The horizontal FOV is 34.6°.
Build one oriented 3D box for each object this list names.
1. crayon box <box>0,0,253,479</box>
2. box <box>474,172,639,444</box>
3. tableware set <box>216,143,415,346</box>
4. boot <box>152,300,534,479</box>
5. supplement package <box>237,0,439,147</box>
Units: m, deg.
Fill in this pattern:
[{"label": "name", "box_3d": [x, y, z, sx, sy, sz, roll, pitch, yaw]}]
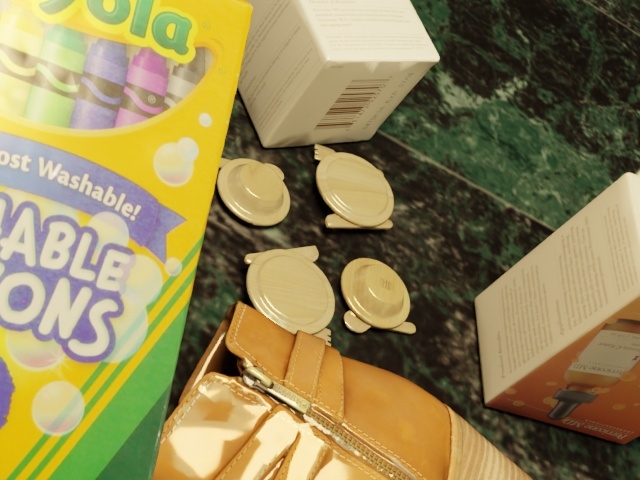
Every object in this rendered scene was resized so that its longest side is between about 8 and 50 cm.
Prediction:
[{"label": "crayon box", "box_3d": [-0.155, -0.045, 0.496, 0.203, 0.083, 0.323, 19, 74, -32]}, {"label": "box", "box_3d": [0.207, 0.053, 0.696, 0.130, 0.170, 0.091, 18, 50, -21]}, {"label": "tableware set", "box_3d": [0.000, 0.000, 0.707, 0.141, 0.020, 0.169, 6, 55, -32]}, {"label": "boot", "box_3d": [0.001, 0.168, 0.526, 0.220, 0.109, 0.283, 34, 45, -10]}, {"label": "supplement package", "box_3d": [-0.011, -0.172, 0.760, 0.105, 0.105, 0.179, -8, 65, -36]}]
